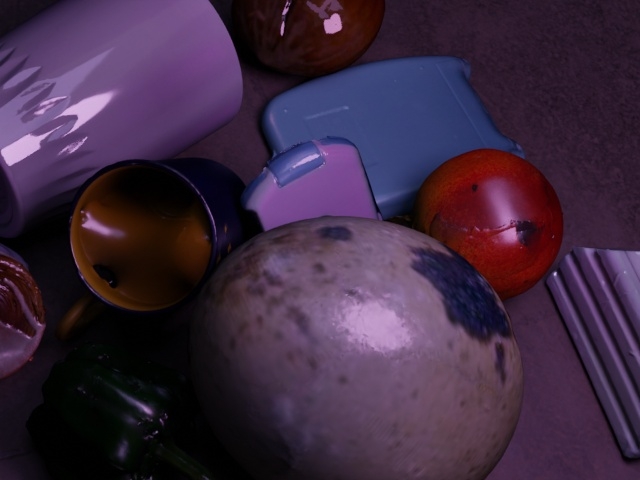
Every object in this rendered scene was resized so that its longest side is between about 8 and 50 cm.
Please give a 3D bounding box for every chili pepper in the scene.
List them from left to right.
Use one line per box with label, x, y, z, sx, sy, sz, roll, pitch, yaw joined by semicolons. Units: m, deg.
chili pepper;-0.204;0.228;1.591;0.261;0.173;0.165;29;26;6

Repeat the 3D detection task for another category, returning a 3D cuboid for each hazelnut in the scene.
hazelnut;-0.020;-0.336;2.008;0.212;0.181;0.181;32;27;15

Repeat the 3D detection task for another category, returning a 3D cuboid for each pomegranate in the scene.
pomegranate;0.208;-0.017;1.863;0.235;0.210;0.210;-9;57;9

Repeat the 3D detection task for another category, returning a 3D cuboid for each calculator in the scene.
calculator;0.000;0.000;1.752;0.173;0.293;0.051;-31;40;-13
calculator;0.098;-0.151;2.007;0.386;0.054;0.256;-17;64;-23

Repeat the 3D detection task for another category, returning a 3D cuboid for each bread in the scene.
bread;-0.400;0.087;1.629;0.160;0.073;0.160;-7;105;-28

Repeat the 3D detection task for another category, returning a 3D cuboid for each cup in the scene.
cup;-0.299;-0.182;1.774;0.253;0.253;0.371;44;57;13
cup;-0.219;-0.002;1.693;0.255;0.256;0.178;-18;92;10

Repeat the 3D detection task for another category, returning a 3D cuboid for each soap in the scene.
soap;0.421;0.128;1.848;0.095;0.173;0.289;-7;59;-23

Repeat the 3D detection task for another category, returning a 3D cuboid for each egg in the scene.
egg;0.037;0.142;1.587;0.428;0.345;0.345;29;47;-35

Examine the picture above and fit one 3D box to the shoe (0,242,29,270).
shoe;-0.469;0.007;1.665;0.245;0.137;0.095;9;59;-12
